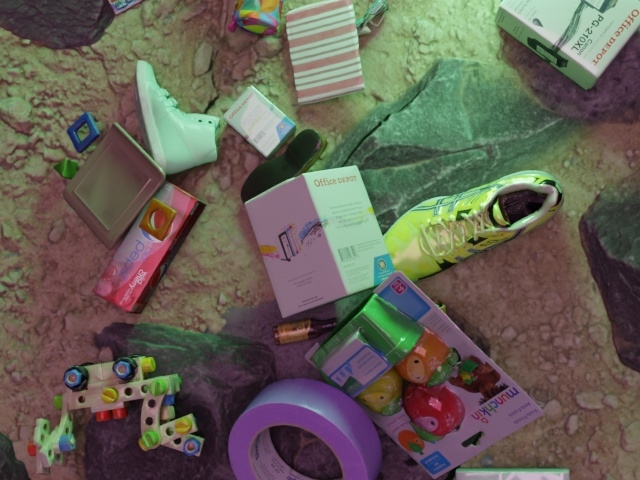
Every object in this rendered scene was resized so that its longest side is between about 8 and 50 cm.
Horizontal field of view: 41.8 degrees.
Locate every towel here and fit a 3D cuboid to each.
[{"bbox_3d":[0.010,-0.379,1.678,0.144,0.029,0.197,-9,88,20],"label":"towel"}]

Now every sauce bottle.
[{"bbox_3d":[-0.029,0.175,1.652,0.128,0.042,0.042,-12,85,1],"label":"sauce bottle"}]

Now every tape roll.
[{"bbox_3d":[-0.029,0.394,1.548,0.274,0.090,0.275,9,116,19],"label":"tape roll"}]

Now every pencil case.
[{"bbox_3d":[-0.118,-0.530,1.680,0.104,0.104,0.237,11,86,5],"label":"pencil case"}]

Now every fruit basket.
[{"bbox_3d":[0.168,0.263,1.519,0.353,0.165,0.327,48,133,5],"label":"fruit basket"}]

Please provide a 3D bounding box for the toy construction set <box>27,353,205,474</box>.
[{"bbox_3d":[-0.398,0.337,1.622,0.327,0.151,0.215,-9,86,-8],"label":"toy construction set"}]

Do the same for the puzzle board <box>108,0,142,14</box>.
[{"bbox_3d":[-0.392,-0.540,1.742,0.128,0.011,0.096,-29,85,1],"label":"puzzle board"}]

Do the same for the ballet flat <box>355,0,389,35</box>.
[{"bbox_3d":[0.095,-0.440,1.688,0.114,0.041,0.041,-44,84,1],"label":"ballet flat"}]

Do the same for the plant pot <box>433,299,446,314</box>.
[{"bbox_3d":[0.207,0.170,1.618,0.081,0.081,0.083,-15,93,3],"label":"plant pot"}]

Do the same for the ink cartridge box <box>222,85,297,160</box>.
[{"bbox_3d":[-0.121,-0.235,1.681,0.122,0.052,0.088,42,89,4],"label":"ink cartridge box"}]

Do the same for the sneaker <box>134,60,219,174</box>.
[{"bbox_3d":[-0.287,-0.252,1.686,0.151,0.094,0.256,-12,71,-18],"label":"sneaker"}]

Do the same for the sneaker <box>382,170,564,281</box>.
[{"bbox_3d":[0.277,-0.038,1.592,0.384,0.147,0.145,-27,86,3],"label":"sneaker"}]

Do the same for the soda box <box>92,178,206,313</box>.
[{"bbox_3d":[-0.338,0.012,1.664,0.092,0.083,0.263,31,88,5],"label":"soda box"}]

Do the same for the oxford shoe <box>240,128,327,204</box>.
[{"bbox_3d":[-0.067,-0.135,1.665,0.212,0.076,0.076,-37,76,17],"label":"oxford shoe"}]

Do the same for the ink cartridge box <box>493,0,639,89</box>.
[{"bbox_3d":[0.486,-0.435,1.627,0.237,0.100,0.172,39,90,6],"label":"ink cartridge box"}]

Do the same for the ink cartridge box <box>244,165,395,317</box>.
[{"bbox_3d":[0.000,0.000,1.569,0.168,0.171,0.233,-23,83,38],"label":"ink cartridge box"}]

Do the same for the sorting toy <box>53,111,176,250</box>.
[{"bbox_3d":[-0.399,-0.104,1.645,0.347,0.047,0.196,44,102,27],"label":"sorting toy"}]

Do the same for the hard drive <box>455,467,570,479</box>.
[{"bbox_3d":[0.371,0.592,1.574,0.210,0.040,0.319,-4,86,17],"label":"hard drive"}]
